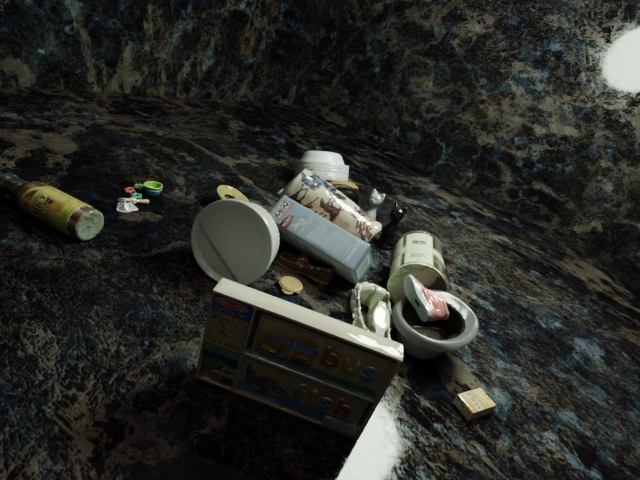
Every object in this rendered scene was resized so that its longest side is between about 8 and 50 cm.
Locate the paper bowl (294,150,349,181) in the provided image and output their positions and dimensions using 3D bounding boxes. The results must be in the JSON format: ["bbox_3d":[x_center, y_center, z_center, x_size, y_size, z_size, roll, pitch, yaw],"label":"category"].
[{"bbox_3d":[0.008,-0.383,2.106,0.284,0.148,0.284,4,6,0],"label":"paper bowl"}]

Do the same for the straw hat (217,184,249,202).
[{"bbox_3d":[-0.370,-0.157,1.663,0.144,0.061,0.144,29,30,-18],"label":"straw hat"}]

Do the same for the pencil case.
[{"bbox_3d":[0.031,-0.114,1.594,0.410,0.183,0.160,36,41,-7],"label":"pencil case"}]

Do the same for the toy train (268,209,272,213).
[{"bbox_3d":[-0.213,-0.063,1.572,0.166,0.046,0.125,-32,28,-15],"label":"toy train"}]

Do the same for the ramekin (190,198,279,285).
[{"bbox_3d":[-0.254,-0.002,1.262,0.273,0.272,0.127,24,16,9],"label":"ramekin"}]

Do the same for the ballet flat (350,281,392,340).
[{"bbox_3d":[0.171,0.224,1.246,0.147,0.147,0.409,17,27,-4],"label":"ballet flat"}]

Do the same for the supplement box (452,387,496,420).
[{"bbox_3d":[0.421,0.446,1.105,0.098,0.036,0.062,-1,33,-32],"label":"supplement box"}]

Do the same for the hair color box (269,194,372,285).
[{"bbox_3d":[0.000,0.000,1.463,0.374,0.185,0.113,31,75,21],"label":"hair color box"}]

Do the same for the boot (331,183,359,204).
[{"bbox_3d":[0.067,-0.151,1.848,0.348,0.131,0.260,-2,32,-25],"label":"boot"}]

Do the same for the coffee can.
[{"bbox_3d":[0.357,0.109,1.491,0.202,0.201,0.275,21,29,4],"label":"coffee can"}]

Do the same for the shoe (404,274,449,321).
[{"bbox_3d":[0.324,0.176,1.244,0.081,0.063,0.178,1,38,-18],"label":"shoe"}]

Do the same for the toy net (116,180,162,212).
[{"bbox_3d":[-0.694,-0.172,1.505,0.122,0.045,0.232,20,28,1],"label":"toy net"}]

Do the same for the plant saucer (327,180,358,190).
[{"bbox_3d":[0.093,-0.271,2.061,0.200,0.037,0.200,-1,-3,0],"label":"plant saucer"}]

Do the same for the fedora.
[{"bbox_3d":[0.341,0.277,1.264,0.275,0.124,0.244,-17,42,-38],"label":"fedora"}]

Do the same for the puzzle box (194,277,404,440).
[{"bbox_3d":[-0.059,0.266,0.881,0.409,0.272,0.052,20,28,2],"label":"puzzle box"}]

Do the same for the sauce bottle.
[{"bbox_3d":[-0.841,-0.111,1.243,0.344,0.111,0.111,23,28,11],"label":"sauce bottle"}]

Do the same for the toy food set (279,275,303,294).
[{"bbox_3d":[-0.097,0.147,1.333,0.083,0.020,0.083,-1,34,-33],"label":"toy food set"}]

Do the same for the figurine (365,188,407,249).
[{"bbox_3d":[0.272,-0.100,1.800,0.092,0.209,0.215,-11,40,-43],"label":"figurine"}]

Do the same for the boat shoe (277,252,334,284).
[{"bbox_3d":[-0.050,0.082,1.426,0.207,0.073,0.073,20,31,5],"label":"boat shoe"}]
